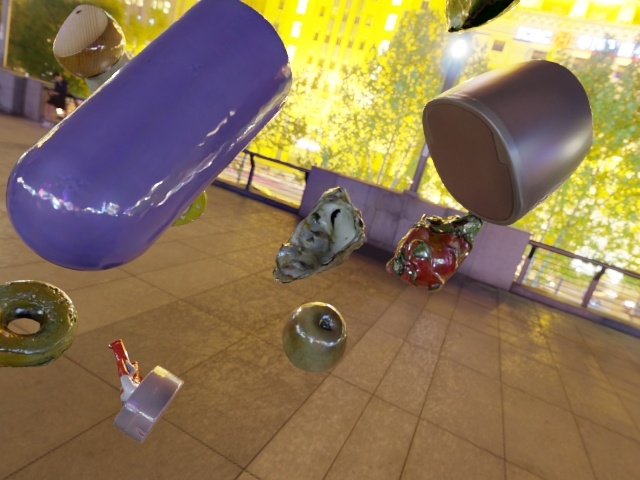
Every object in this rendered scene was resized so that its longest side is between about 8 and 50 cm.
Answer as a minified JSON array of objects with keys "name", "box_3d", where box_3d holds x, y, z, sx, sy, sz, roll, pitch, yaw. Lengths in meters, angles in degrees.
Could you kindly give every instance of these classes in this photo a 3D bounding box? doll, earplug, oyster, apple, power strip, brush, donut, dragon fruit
[{"name":"doll","box_3d":[-0.515,-0.136,1.434,0.252,0.237,0.111,37,35,-51]},{"name":"earplug","box_3d":[-0.224,-0.150,0.582,0.215,0.215,0.456,19,54,12]},{"name":"oyster","box_3d":[-0.004,0.000,0.903,0.166,0.094,0.294,35,59,25]},{"name":"apple","box_3d":[-0.012,0.352,1.507,0.257,0.234,0.257,17,51,-22]},{"name":"doll","box_3d":[-0.634,0.495,1.376,0.099,0.188,0.384,-30,33,-23]},{"name":"power strip","box_3d":[-0.380,0.361,0.912,0.078,0.154,0.154,33,13,-3]},{"name":"brush","box_3d":[-0.581,-0.502,1.089,0.166,0.174,0.267,58,8,-58]},{"name":"donut","box_3d":[-0.819,0.223,1.127,0.272,0.107,0.272,19,54,-28]},{"name":"dragon fruit","box_3d":[0.305,0.011,1.086,0.200,0.269,0.198,8,36,-45]}]

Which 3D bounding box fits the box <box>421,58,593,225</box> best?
[{"name":"box","box_3d":[0.379,-0.211,0.835,0.301,0.216,0.301,56,-5,8]}]

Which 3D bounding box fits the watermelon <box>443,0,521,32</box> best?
[{"name":"watermelon","box_3d":[0.241,-0.408,0.541,0.123,0.301,0.129,-25,60,-18]}]
